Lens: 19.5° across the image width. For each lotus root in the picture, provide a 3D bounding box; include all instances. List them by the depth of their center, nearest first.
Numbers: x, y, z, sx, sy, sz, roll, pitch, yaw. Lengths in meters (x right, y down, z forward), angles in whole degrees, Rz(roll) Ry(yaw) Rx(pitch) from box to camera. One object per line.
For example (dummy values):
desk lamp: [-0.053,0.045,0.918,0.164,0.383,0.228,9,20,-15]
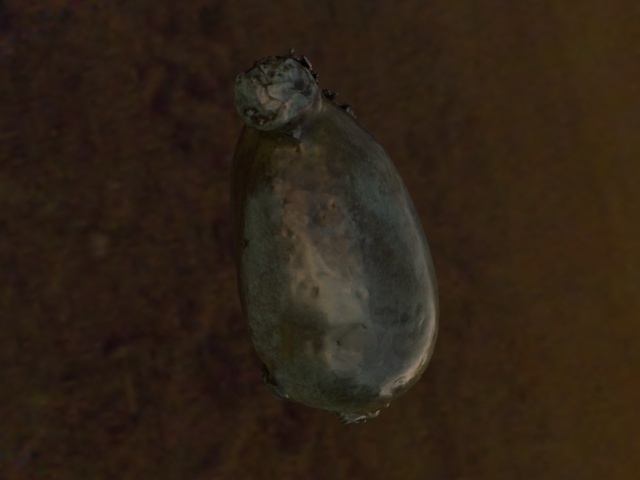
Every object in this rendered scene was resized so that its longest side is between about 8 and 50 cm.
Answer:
lotus root: [0.002,-0.001,0.754,0.088,0.088,0.165,-42,123,-58]
